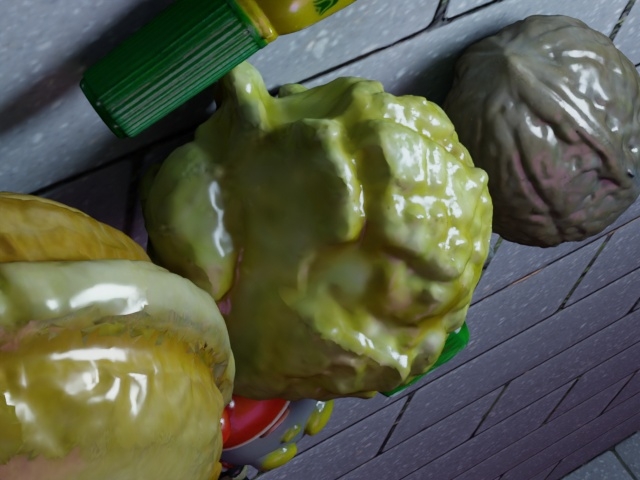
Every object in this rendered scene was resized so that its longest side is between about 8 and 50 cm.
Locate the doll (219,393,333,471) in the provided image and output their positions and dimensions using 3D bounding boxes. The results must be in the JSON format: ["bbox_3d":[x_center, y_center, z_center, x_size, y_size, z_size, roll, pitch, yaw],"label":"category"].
[{"bbox_3d":[-0.057,0.153,1.340,0.200,0.105,0.336,-46,170,-3],"label":"doll"}]

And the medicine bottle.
[{"bbox_3d":[-0.022,-0.149,0.824,0.260,0.064,0.095,-37,158,2],"label":"medicine bottle"}]

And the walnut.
[{"bbox_3d":[0.177,-0.087,1.142,0.178,0.178,0.230,-37,148,4],"label":"walnut"}]

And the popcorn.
[{"bbox_3d":[0.000,0.000,0.960,0.256,0.255,0.195,-35,-156,44],"label":"popcorn"}]

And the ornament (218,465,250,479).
[{"bbox_3d":[-0.093,0.272,1.566,0.153,0.166,0.196,-23,141,-34],"label":"ornament"}]

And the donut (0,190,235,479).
[{"bbox_3d":[-0.258,0.128,0.825,0.449,0.198,0.449,-20,158,-8],"label":"donut"}]

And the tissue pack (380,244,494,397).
[{"bbox_3d":[0.058,0.021,1.203,0.156,0.148,0.209,-36,159,5],"label":"tissue pack"}]
